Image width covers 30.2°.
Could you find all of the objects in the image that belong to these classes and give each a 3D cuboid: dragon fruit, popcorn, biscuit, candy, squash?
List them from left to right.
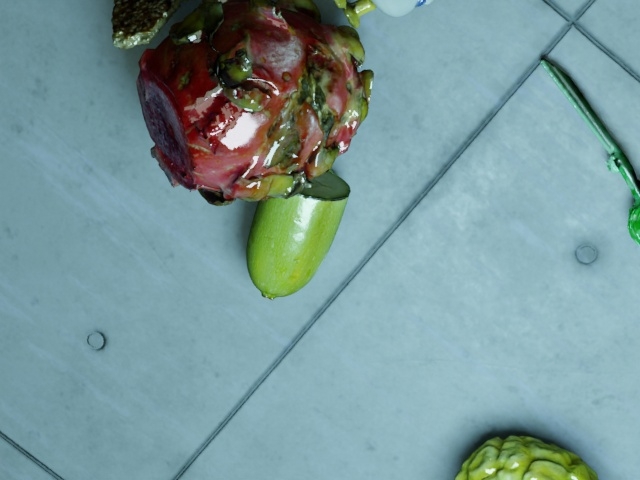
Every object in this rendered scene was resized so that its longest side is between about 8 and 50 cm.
[{"bbox_3d":[-0.194,-0.337,1.484,0.131,0.237,0.026,-11,140,11],"label":"biscuit"},{"bbox_3d":[-0.071,-0.191,1.484,0.291,0.250,0.269,-22,132,-20],"label":"dragon fruit"},{"bbox_3d":[-0.039,-0.005,1.603,0.123,0.123,0.187,18,109,1],"label":"squash"},{"bbox_3d":[0.306,0.389,1.646,0.237,0.251,0.206,22,83,34],"label":"popcorn"},{"bbox_3d":[0.389,-0.111,1.561,0.097,0.097,0.323,-35,90,14],"label":"candy"}]

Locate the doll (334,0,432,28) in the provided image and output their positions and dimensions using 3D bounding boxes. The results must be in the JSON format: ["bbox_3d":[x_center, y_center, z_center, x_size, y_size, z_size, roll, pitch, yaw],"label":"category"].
[{"bbox_3d":[0.152,-0.362,1.487,0.293,0.119,0.138,-27,144,13],"label":"doll"}]
